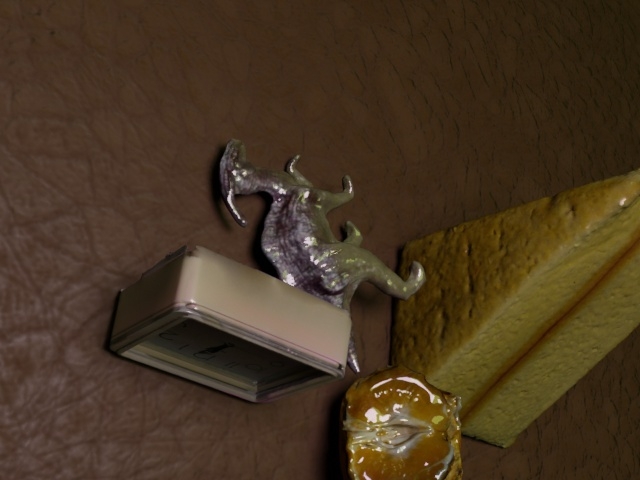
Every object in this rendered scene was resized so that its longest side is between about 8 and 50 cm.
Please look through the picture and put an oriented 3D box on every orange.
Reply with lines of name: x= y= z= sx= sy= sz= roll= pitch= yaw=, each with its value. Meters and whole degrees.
orange: x=0.084 y=0.227 z=0.906 sx=0.170 sy=0.112 sz=0.160 roll=-26 pitch=62 yaw=-36

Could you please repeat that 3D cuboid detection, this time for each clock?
clock: x=-0.086 y=0.088 z=0.792 sx=0.192 sy=0.147 sz=0.071 roll=27 pitch=55 yaw=-31

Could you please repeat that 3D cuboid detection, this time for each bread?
bread: x=0.286 y=0.084 z=0.964 sx=0.233 sy=0.362 sz=0.244 roll=23 pitch=59 yaw=-33

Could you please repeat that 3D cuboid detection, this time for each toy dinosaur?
toy dinosaur: x=-0.005 y=0.002 z=0.944 sx=0.162 sy=0.077 sz=0.294 roll=-36 pitch=84 yaw=-37
